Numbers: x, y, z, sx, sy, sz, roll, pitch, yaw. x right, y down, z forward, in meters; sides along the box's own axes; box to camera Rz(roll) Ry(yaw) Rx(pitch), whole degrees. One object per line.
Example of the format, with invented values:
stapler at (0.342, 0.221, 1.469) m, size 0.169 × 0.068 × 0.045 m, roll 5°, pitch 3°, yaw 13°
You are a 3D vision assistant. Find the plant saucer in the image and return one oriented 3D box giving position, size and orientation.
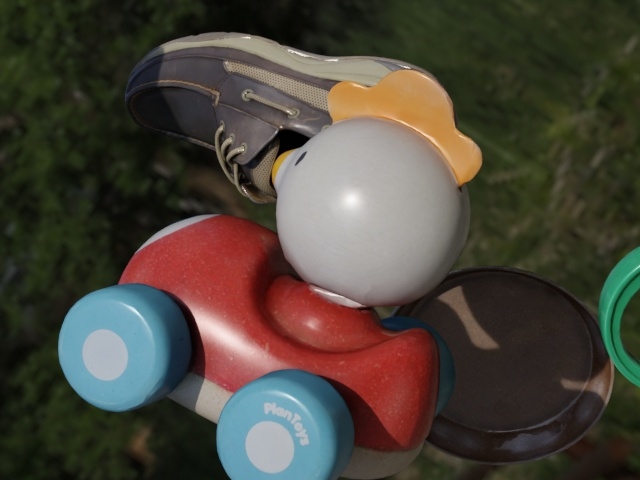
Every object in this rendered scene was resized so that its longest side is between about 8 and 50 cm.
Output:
plant saucer at (0.126, 0.085, 1.362) m, size 0.168 × 0.168 × 0.029 m, roll -57°, pitch 8°, yaw 31°

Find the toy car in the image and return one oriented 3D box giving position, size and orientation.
toy car at (0.000, 0.000, 1.124) m, size 0.219 × 0.210 × 0.238 m, roll -16°, pitch -48°, yaw -66°

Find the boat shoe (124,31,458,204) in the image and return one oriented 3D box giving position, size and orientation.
boat shoe at (-0.047, -0.112, 1.844) m, size 0.132 × 0.355 × 0.130 m, roll 59°, pitch -134°, yaw -48°

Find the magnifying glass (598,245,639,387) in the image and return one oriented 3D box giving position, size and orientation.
magnifying glass at (0.239, 0.089, 1.114) m, size 0.092 × 0.231 × 0.026 m, roll -31°, pitch 26°, yaw 10°
